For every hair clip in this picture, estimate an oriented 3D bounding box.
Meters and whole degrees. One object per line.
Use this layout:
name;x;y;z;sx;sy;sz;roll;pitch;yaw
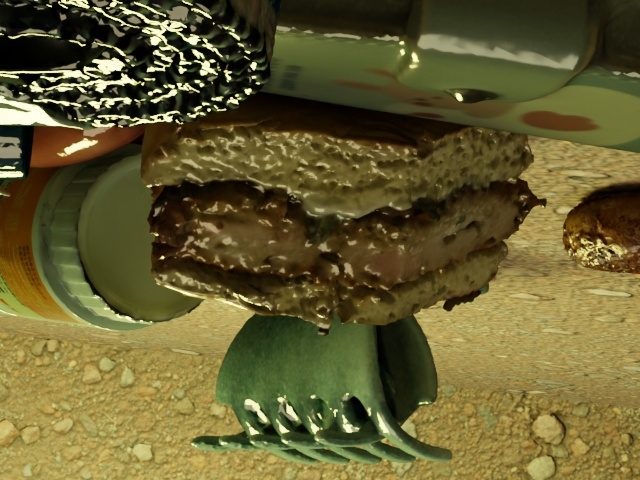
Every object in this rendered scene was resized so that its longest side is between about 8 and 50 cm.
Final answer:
hair clip;0.007;0.141;1.869;0.392;0.238;0.318;17;163;-39

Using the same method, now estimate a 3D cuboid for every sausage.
sausage;-0.196;-0.092;1.188;0.077;0.077;0.194;14;167;-35

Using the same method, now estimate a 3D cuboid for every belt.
belt;-0.137;-0.138;0.678;0.258;0.150;0.207;3;162;17

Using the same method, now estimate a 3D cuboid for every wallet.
wallet;0.078;-0.112;0.895;0.360;0.083;0.252;7;175;-5

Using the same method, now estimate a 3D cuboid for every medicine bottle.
medicine bottle;-0.213;-0.004;1.365;0.158;0.158;0.318;14;173;-32

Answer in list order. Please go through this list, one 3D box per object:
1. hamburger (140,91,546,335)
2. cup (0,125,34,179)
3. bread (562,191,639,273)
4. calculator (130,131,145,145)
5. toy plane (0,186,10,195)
hamburger;0.003;-0.038;1.075;0.245;0.155;0.282;27;-152;18
cup;-0.272;-0.112;1.048;0.155;0.131;0.176;4;145;-8
bread;0.305;0.000;1.381;0.193;0.064;0.193;4;172;1
calculator;-0.090;-0.062;1.389;0.127;0.034;0.190;6;169;16
toy plane;-0.346;-0.087;1.182;0.234;0.160;0.082;30;-169;-5
